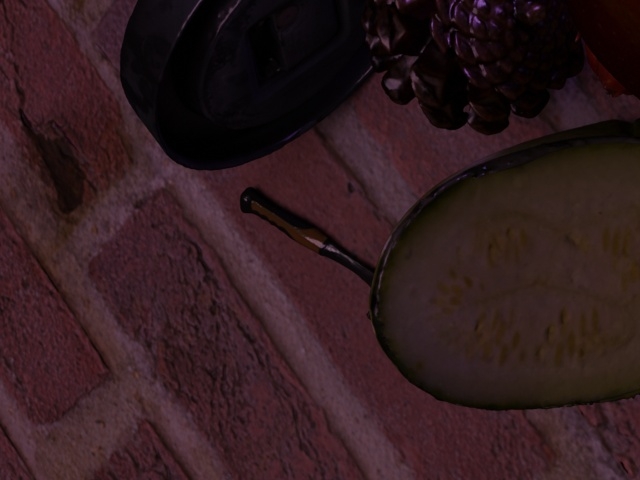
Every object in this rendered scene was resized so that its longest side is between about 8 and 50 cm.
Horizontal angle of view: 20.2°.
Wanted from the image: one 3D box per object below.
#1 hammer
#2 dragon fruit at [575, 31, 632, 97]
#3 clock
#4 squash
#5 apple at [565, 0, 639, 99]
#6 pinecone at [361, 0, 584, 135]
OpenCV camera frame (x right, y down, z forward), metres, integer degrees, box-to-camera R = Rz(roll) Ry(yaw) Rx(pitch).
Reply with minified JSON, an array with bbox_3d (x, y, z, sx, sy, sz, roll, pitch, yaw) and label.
[{"bbox_3d":[0.000,0.000,1.803,0.201,0.021,0.078,33,117,24],"label":"hammer"},{"bbox_3d":[0.258,-0.172,1.532,0.068,0.126,0.112,-11,50,45],"label":"dragon fruit"},{"bbox_3d":[-0.037,-0.202,1.608,0.066,0.319,0.319,47,122,25],"label":"clock"},{"bbox_3d":[0.188,0.023,1.500,0.210,0.309,0.234,13,107,32],"label":"squash"},{"bbox_3d":[0.344,-0.210,1.368,0.317,0.288,0.288,51,123,7],"label":"apple"},{"bbox_3d":[0.126,-0.186,1.576,0.207,0.207,0.208,8,104,33],"label":"pinecone"}]
